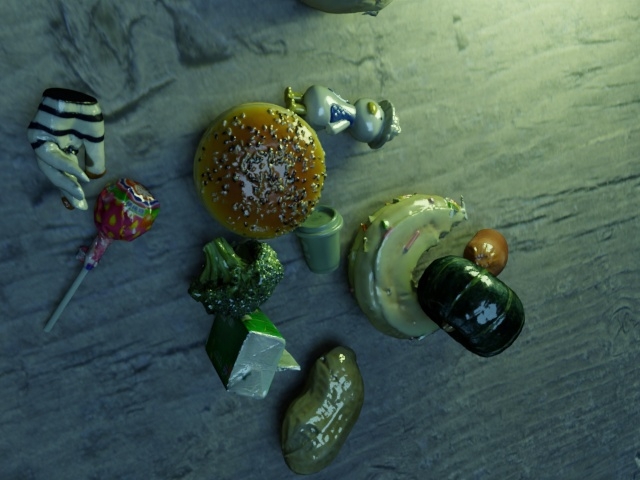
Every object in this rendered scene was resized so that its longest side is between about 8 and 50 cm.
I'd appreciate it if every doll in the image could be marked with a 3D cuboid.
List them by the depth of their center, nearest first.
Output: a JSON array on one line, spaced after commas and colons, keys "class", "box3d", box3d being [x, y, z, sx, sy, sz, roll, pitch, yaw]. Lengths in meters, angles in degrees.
[{"class": "doll", "box3d": [0.058, -0.282, 1.341, 0.293, 0.138, 0.119, 11, 140, -24]}]

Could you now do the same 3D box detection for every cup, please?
[{"class": "cup", "box3d": [0.000, 0.000, 1.406, 0.120, 0.120, 0.141, -22, 126, -17]}]

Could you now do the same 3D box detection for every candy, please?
[{"class": "candy", "box3d": [-0.461, 0.038, 1.211, 0.124, 0.124, 0.365, 31, 98, -28]}]

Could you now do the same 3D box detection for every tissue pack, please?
[{"class": "tissue pack", "box3d": [-0.152, 0.244, 1.345, 0.156, 0.209, 0.148, 21, 96, -28]}]

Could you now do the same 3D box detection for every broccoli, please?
[{"class": "broccoli", "box3d": [-0.180, 0.076, 1.261, 0.176, 0.226, 0.198, 41, 68, 13]}]

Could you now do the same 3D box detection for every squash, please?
[{"class": "squash", "box3d": [0.336, 0.146, 1.345, 0.252, 0.252, 0.165, 38, 88, -28]}]

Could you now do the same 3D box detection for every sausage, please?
[{"class": "sausage", "box3d": [0.426, 0.037, 1.526, 0.113, 0.259, 0.114, 3, 100, 20]}]

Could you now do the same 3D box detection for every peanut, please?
[{"class": "peanut", "box3d": [0.007, 0.431, 1.508, 0.174, 0.158, 0.340, 33, 85, 1]}]

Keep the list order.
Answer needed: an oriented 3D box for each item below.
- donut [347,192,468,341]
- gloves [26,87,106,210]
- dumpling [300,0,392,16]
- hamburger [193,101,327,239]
[{"class": "donut", "box3d": [0.208, 0.064, 1.490, 0.307, 0.150, 0.371, -3, 105, -25]}, {"class": "gloves", "box3d": [-0.481, -0.166, 1.126, 0.131, 0.140, 0.219, 17, 112, -9]}, {"class": "dumpling", "box3d": [0.036, -0.578, 1.223, 0.292, 0.163, 0.205, 11, 105, -15]}, {"class": "hamburger", "box3d": [-0.124, -0.146, 1.264, 0.300, 0.176, 0.300, -7, 108, -21]}]
